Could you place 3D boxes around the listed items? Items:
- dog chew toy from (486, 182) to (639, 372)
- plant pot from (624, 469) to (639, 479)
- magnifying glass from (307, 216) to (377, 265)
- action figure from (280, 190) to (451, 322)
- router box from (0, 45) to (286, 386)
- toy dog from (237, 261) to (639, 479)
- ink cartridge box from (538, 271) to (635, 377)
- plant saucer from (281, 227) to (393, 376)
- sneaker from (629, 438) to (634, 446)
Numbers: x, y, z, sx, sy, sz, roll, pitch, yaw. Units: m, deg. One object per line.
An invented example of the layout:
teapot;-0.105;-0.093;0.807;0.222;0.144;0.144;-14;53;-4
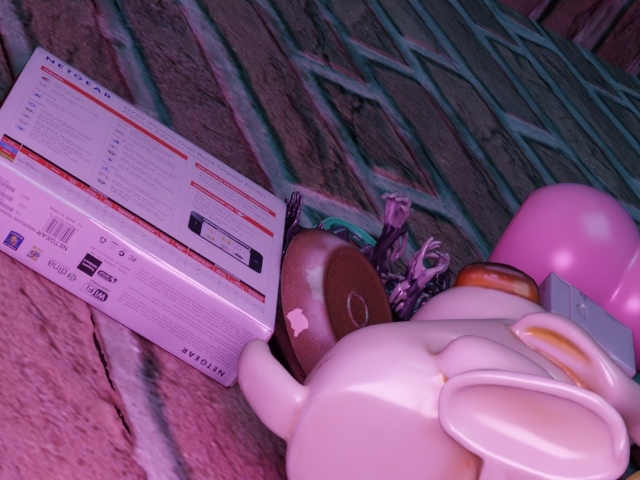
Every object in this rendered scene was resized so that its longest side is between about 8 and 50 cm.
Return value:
dog chew toy;0.375;0.073;1.903;0.332;0.207;0.206;33;22;4
plant pot;0.391;0.356;1.518;0.254;0.254;0.239;11;20;-49
magnifying glass;0.000;0.000;1.882;0.231;0.026;0.092;7;37;-51
action figure;0.084;0.027;1.809;0.275;0.141;0.164;19;17;-36
router box;-0.197;-0.033;1.568;0.335;0.082;0.301;33;22;-13
toy dog;0.137;0.182;1.480;0.395;0.285;0.408;14;17;15
ink cartridge box;0.267;0.154;1.783;0.127;0.176;0.128;35;23;-5
plant saucer;0.028;0.078;1.623;0.198;0.036;0.199;33;49;-49
sneaker;0.320;0.182;1.953;0.095;0.090;0.235;2;34;-42
